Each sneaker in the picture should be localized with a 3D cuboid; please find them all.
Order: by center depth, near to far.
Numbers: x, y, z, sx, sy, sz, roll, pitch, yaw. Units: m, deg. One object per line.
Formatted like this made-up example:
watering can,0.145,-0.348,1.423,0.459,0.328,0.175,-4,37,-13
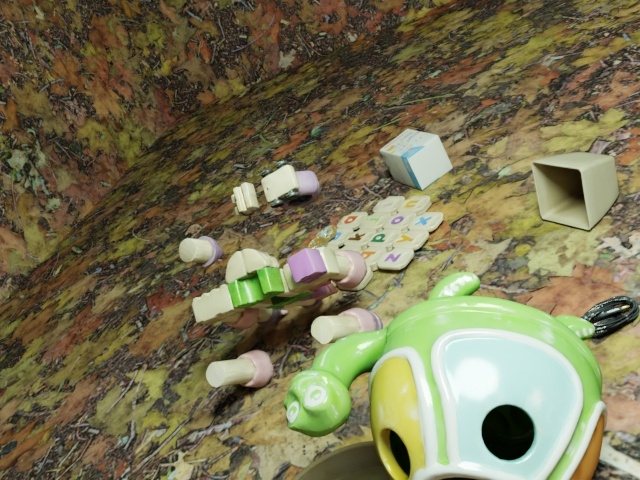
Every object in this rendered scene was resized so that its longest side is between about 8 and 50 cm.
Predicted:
sneaker,0.000,0.000,1.492,0.083,0.032,0.037,-40,13,-29

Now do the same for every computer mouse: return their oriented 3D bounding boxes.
computer mouse,0.321,0.128,0.976,0.242,0.041,0.071,-15,28,16

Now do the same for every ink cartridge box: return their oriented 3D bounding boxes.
ink cartridge box,0.209,-0.186,1.572,0.092,0.090,0.143,-37,27,-12

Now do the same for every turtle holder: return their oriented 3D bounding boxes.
turtle holder,0.150,0.179,0.754,0.243,0.320,0.227,-47,14,37

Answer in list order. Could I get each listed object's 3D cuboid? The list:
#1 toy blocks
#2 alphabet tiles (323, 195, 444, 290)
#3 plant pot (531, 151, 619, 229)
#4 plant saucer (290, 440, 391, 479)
toy blocks,-0.050,0.072,1.222,0.288,0.309,0.260,-26,-17,27
alphabet tiles,0.109,0.000,1.429,0.278,0.021,0.284,2,41,47
plant pot,0.435,-0.095,1.169,0.096,0.109,0.109,-27,23,-21
plant saucer,0.037,0.365,0.843,0.277,0.041,0.278,-25,26,13
